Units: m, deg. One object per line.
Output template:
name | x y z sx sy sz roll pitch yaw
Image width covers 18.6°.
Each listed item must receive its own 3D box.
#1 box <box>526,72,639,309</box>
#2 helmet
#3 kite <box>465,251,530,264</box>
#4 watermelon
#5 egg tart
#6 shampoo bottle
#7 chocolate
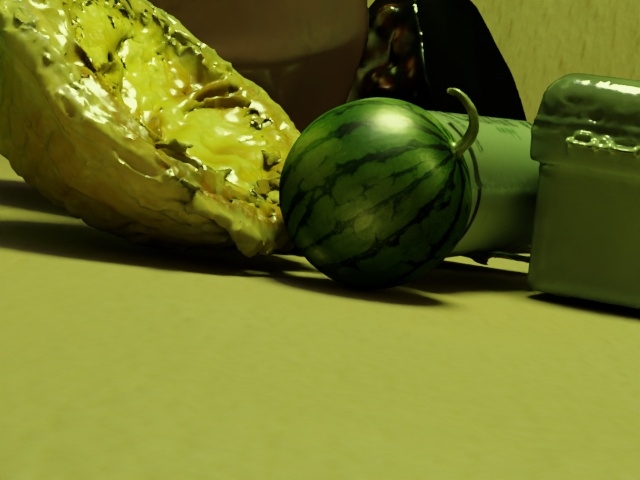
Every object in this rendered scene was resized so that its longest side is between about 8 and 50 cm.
box | 0.224 -0.019 1.099 0.210 0.129 0.148 11 4 22
helmet | -0.095 -0.119 1.315 0.271 0.197 0.338 -2 -27 -7
kite | 0.000 0.000 1.231 0.321 0.016 0.234 6 3 -36
watermelon | 0.033 -0.025 0.990 0.109 0.109 0.109 8 4 -1
egg tart | -0.101 -0.061 1.062 0.232 0.098 0.252 31 19 -25
shampoo bottle | 0.092 -0.033 1.161 0.085 0.085 0.262 10 6 25
chocolate | 0.050 -0.084 1.536 0.177 0.224 0.206 -19 30 22
